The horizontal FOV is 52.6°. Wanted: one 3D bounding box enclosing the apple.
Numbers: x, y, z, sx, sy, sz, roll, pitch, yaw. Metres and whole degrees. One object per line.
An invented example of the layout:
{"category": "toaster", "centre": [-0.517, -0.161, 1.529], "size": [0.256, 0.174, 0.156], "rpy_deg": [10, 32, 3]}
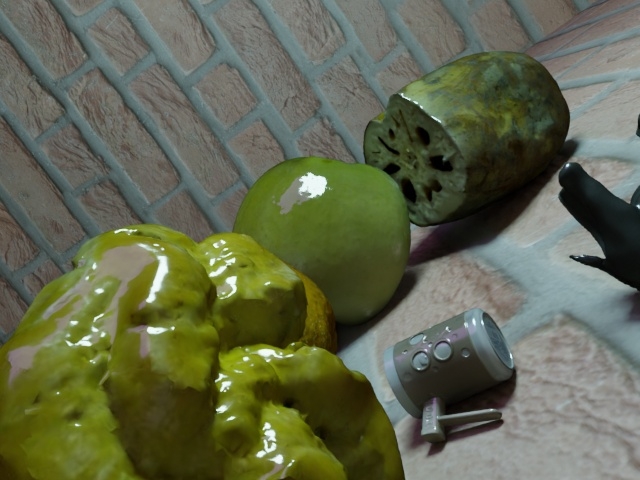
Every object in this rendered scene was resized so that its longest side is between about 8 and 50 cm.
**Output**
{"category": "apple", "centre": [-0.021, -0.002, 1.027], "size": [0.233, 0.258, 0.295], "rpy_deg": [7, -5, -25]}

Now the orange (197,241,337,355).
{"category": "orange", "centre": [-0.113, 0.133, 0.753], "size": [0.274, 0.274, 0.274], "rpy_deg": [-35, 9, 6]}

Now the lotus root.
{"category": "lotus root", "centre": [0.256, -0.178, 1.069], "size": [0.346, 0.251, 0.250], "rpy_deg": [-32, 6, -30]}

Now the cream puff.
{"category": "cream puff", "centre": [-0.060, 0.152, 0.451], "size": [0.324, 0.257, 0.291], "rpy_deg": [-27, -51, -74]}

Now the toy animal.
{"category": "toy animal", "centre": [0.317, -0.060, 0.537], "size": [0.245, 0.146, 0.114], "rpy_deg": [-51, -28, 22]}

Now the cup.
{"category": "cup", "centre": [0.115, 0.116, 0.579], "size": [0.099, 0.074, 0.102], "rpy_deg": [-32, 10, 22]}
